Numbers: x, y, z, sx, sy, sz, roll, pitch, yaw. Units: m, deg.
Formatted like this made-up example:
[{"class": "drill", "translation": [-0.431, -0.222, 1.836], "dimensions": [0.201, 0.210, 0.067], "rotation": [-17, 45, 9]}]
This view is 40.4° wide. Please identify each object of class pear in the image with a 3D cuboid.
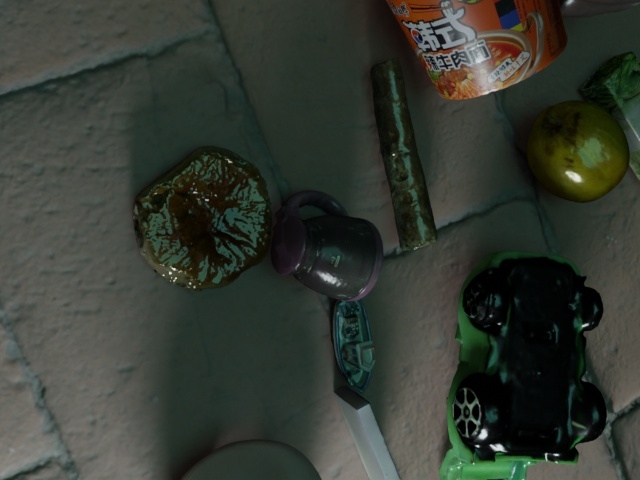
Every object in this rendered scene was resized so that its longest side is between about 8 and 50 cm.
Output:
[{"class": "pear", "translation": [0.397, -0.137, 1.342], "dimensions": [0.162, 0.149, 0.149], "rotation": [40, 75, -26]}]

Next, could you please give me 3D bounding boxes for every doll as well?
[{"class": "doll", "translation": [-0.074, 0.374, 1.134], "dimensions": [0.251, 0.221, 0.221], "rotation": [-24, 102, 0]}]

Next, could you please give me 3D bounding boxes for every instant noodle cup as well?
[{"class": "instant noodle cup", "translation": [0.221, -0.327, 1.210], "dimensions": [0.250, 0.250, 0.192], "rotation": [-36, 114, -20]}]

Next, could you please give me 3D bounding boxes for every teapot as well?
[{"class": "teapot", "translation": [0.006, 0.001, 1.169], "dimensions": [0.146, 0.116, 0.148], "rotation": [13, 80, -36]}]

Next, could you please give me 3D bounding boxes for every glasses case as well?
[{"class": "glasses case", "translation": [0.544, -0.176, 1.456], "dimensions": [0.095, 0.062, 0.272], "rotation": [-46, 110, -23]}]

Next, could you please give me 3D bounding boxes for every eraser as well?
[{"class": "eraser", "translation": [0.069, 0.285, 1.224], "dimensions": [0.023, 0.104, 0.150], "rotation": [-24, 102, -15]}]

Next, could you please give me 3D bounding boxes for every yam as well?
[{"class": "yam", "translation": [0.116, -0.123, 1.258], "dimensions": [0.061, 0.061, 0.274], "rotation": [-15, 97, -24]}]

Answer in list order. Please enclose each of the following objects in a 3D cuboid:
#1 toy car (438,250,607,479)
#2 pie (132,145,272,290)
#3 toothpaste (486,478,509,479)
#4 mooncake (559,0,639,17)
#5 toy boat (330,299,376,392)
[{"class": "toy car", "translation": [0.285, 0.199, 1.290], "dimensions": [0.213, 0.176, 0.359], "rotation": [4, 84, -23]}, {"class": "pie", "translation": [-0.146, -0.025, 1.145], "dimensions": [0.195, 0.046, 0.195], "rotation": [-2, 95, -26]}, {"class": "toothpaste", "translation": [0.250, 0.473, 1.352], "dimensions": [0.062, 0.037, 0.216], "rotation": [19, 79, -25]}, {"class": "mooncake", "translation": [0.393, -0.481, 1.256], "dimensions": [0.154, 0.306, 0.306], "rotation": [-13, 97, -19]}, {"class": "toy boat", "translation": [0.051, 0.148, 1.232], "dimensions": [0.059, 0.066, 0.140], "rotation": [-9, 96, -28]}]
